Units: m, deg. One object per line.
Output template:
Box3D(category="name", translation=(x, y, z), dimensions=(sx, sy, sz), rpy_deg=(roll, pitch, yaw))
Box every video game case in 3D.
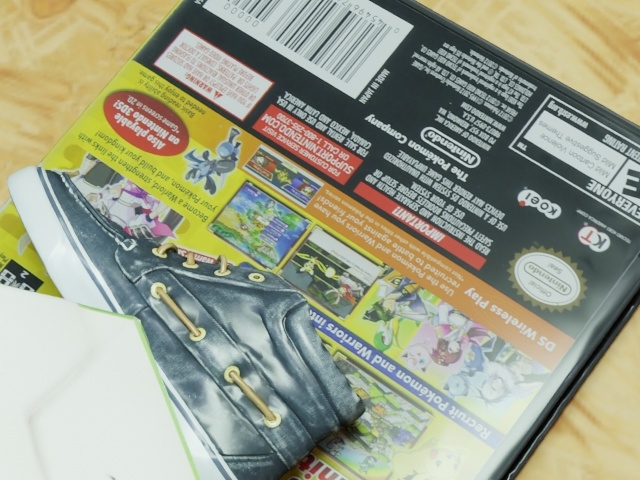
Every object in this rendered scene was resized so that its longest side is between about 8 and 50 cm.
Box3D(category="video game case", translation=(0.000, 0.000, 0.736), dimensions=(0.275, 0.035, 0.248), rpy_deg=(33, 75, 22))

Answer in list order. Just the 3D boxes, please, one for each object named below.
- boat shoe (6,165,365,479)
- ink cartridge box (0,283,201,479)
Box3D(category="boat shoe", translation=(-0.059, 0.027, 0.683), dimensions=(0.083, 0.065, 0.183), rpy_deg=(-34, 71, -8))
Box3D(category="ink cartridge box", translation=(-0.164, 0.200, 0.484), dimensions=(0.353, 0.119, 0.207), rpy_deg=(-50, 45, 26))
